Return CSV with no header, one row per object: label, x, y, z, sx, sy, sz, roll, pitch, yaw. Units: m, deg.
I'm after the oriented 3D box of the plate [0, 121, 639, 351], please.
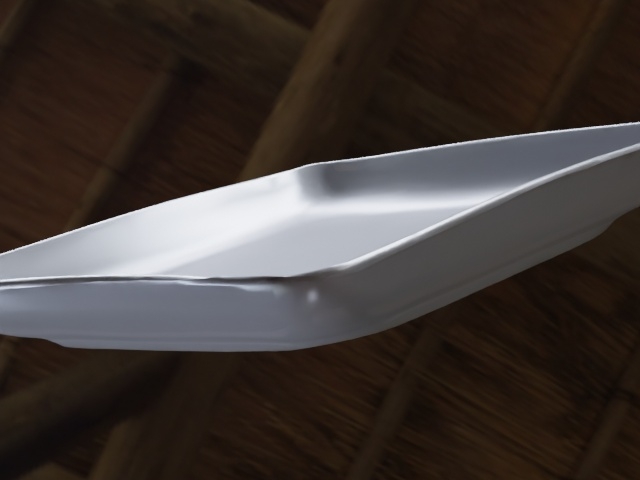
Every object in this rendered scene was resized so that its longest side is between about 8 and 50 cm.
plate,0.000,0.000,0.639,0.277,0.278,0.045,-3,-78,45
